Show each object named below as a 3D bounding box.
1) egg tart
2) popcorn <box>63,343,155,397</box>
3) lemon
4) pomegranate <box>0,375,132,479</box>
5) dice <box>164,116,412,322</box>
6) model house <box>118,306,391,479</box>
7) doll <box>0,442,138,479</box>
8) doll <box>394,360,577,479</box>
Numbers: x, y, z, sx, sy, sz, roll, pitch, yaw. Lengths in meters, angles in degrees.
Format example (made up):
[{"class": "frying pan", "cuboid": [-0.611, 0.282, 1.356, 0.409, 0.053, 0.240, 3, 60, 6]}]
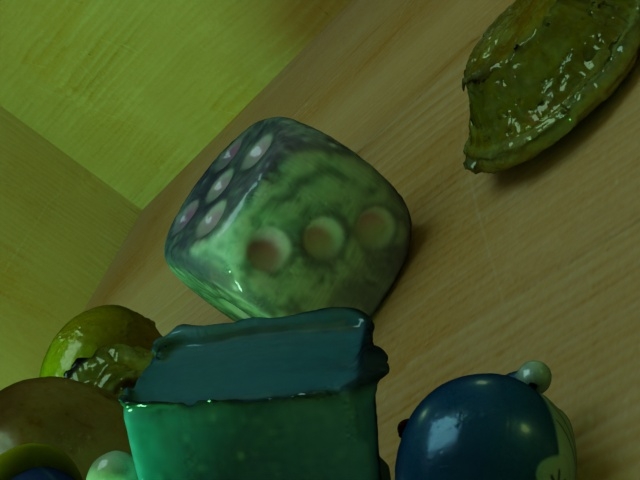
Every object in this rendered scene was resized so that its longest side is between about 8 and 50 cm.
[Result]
[{"class": "egg tart", "cuboid": [0.293, -0.241, 1.580, 0.341, 0.132, 0.341, -47, 15, 16]}, {"class": "popcorn", "cuboid": [-0.342, 0.309, 2.077, 0.252, 0.215, 0.286, -6, 40, 24]}, {"class": "lemon", "cuboid": [-0.426, 0.269, 2.323, 0.253, 0.253, 0.310, -31, 23, 54]}, {"class": "pomegranate", "cuboid": [-0.413, 0.418, 1.767, 0.411, 0.411, 0.411, -48, 16, 18]}, {"class": "dice", "cuboid": [-0.048, -0.003, 1.752, 0.271, 0.270, 0.270, -57, 21, -12]}, {"class": "model house", "cuboid": [-0.042, 0.237, 1.124, 0.237, 0.303, 0.215, -6, 8, 2]}, {"class": "doll", "cuboid": [-0.255, 0.350, 1.176, 0.242, 0.159, 0.311, 1, 87, 28]}, {"class": "doll", "cuboid": [0.141, 0.201, 1.045, 0.257, 0.161, 0.215, -23, -42, -88]}]
